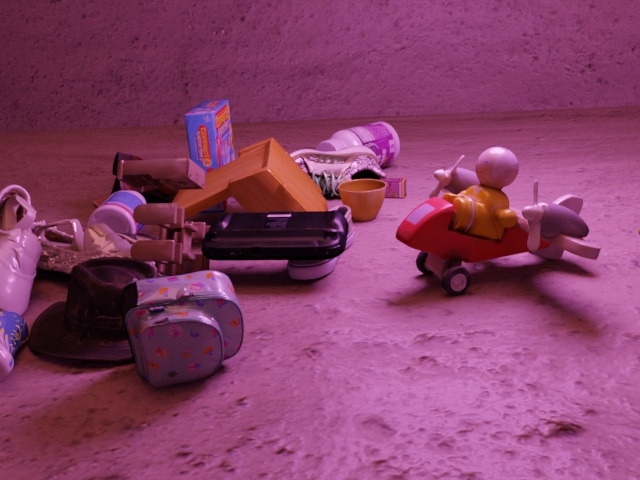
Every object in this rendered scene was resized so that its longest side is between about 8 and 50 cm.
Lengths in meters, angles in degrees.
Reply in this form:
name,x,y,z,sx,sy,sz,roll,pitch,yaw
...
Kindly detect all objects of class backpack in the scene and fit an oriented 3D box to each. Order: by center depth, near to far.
name,x,y,z,sx,sy,sz,roll,pitch,yaw
backpack,-0.217,0.140,1.028,0.188,0.166,0.144,-14,35,-21

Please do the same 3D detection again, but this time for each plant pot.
name,x,y,z,sx,sy,sz,roll,pitch,yaw
plant pot,0.118,-0.109,1.754,0.134,0.095,0.134,-3,20,1

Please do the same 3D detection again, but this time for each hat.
name,x,y,z,sx,sy,sz,roll,pitch,yaw
hat,-0.401,0.107,1.199,0.331,0.134,0.331,-3,21,1

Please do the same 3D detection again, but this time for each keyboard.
name,x,y,z,sx,sy,sz,roll,pitch,yaw
keyboard,-0.573,-0.141,2.003,0.192,0.038,0.100,19,31,24

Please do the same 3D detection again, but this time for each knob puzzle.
name,x,y,z,sx,sy,sz,roll,pitch,yaw
knob puzzle,-0.657,-0.140,2.080,0.213,0.030,0.213,-3,20,1

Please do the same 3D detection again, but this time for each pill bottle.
name,x,y,z,sx,sy,sz,roll,pitch,yaw
pill bottle,-0.542,-0.066,1.714,0.124,0.124,0.221,-4,20,0
pill bottle,0.128,-0.316,2.222,0.301,0.169,0.169,-22,27,-40

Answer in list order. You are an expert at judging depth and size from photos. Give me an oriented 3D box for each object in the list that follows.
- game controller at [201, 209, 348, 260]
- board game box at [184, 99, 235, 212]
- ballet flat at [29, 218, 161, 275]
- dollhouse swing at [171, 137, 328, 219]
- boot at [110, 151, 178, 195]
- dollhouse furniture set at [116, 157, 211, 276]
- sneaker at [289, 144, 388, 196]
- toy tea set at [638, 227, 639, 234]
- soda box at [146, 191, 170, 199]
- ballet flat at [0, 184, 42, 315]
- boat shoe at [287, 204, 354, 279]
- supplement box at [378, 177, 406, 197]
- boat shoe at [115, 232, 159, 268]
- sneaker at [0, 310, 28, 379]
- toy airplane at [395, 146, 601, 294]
name,x,y,z,sx,sy,sz,roll,pitch,yaw
game controller,-0.099,-0.013,1.392,0.319,0.067,0.166,0,25,9
board game box,-0.339,-0.276,1.998,0.086,0.302,0.308,-3,20,2
ballet flat,-0.550,0.020,1.447,0.409,0.147,0.147,6,22,26
dollhouse swing,-0.192,-0.090,1.740,0.305,0.315,0.347,-39,19,12
boot,-0.507,-0.154,1.971,0.280,0.096,0.264,15,29,-27
dollhouse furniture set,-0.349,-0.046,1.367,0.161,0.242,0.212,-1,-11,10
sneaker,0.035,-0.197,1.969,0.410,0.158,0.182,-16,35,-22
toy tea set,0.842,-0.041,1.392,0.200,0.124,0.336,12,25,37
soda box,-0.522,-0.194,2.141,0.061,0.058,0.181,21,24,6
ballet flat,-0.681,-0.002,1.380,0.139,0.139,0.400,-12,40,-22
boat shoe,0.000,0.000,1.474,0.109,0.094,0.302,3,22,19
supplement box,0.222,-0.162,1.945,0.083,0.055,0.043,3,20,17
boat shoe,-0.435,0.023,1.528,0.223,0.080,0.073,10,18,20
sneaker,-0.568,0.170,1.114,0.240,0.091,0.126,13,25,41
toy airplane,0.391,-0.062,1.317,0.386,0.272,0.384,6,22,27
